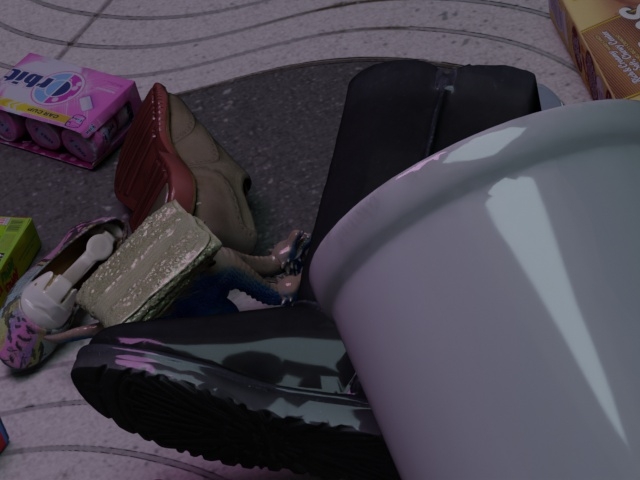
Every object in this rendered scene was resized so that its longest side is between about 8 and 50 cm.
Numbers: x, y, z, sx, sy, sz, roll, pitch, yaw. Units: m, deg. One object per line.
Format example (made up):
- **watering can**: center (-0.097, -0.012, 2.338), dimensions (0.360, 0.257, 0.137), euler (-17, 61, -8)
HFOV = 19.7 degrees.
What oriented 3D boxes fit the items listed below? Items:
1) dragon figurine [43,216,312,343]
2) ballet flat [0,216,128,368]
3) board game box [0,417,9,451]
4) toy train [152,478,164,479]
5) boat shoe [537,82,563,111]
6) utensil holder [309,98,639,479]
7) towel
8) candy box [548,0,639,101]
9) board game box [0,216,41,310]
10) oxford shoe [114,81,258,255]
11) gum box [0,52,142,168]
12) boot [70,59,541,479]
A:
- **dragon figurine**: center (-0.135, 0.071, 1.914), dimensions (0.289, 0.144, 0.085), euler (-35, 42, 6)
- **ballet flat**: center (-0.275, 0.045, 1.987), dimensions (0.079, 0.077, 0.221), euler (-38, 13, 46)
- **board game box**: center (-0.522, 0.243, 1.829), dimensions (0.302, 0.086, 0.308), euler (11, 46, 28)
- **toy train**: center (-0.144, 0.286, 1.701), dimensions (0.166, 0.046, 0.125), euler (10, 47, 31)
- **boat shoe**: center (0.129, -0.058, 1.971), dimensions (0.306, 0.105, 0.113), euler (-39, 74, -14)
- **utensil holder**: center (0.210, 0.137, 1.458), dimensions (0.327, 0.327, 0.385), euler (-20, 70, -7)
- **towel**: center (-0.174, 0.030, 1.848), dimensions (0.148, 0.027, 0.110), euler (-46, 41, -7)
- **candy box**: center (0.385, -0.230, 2.108), dimensions (0.182, 0.088, 0.316), euler (-15, 40, 0)
- **board game box**: center (-0.391, 0.047, 2.053), dimensions (0.092, 0.043, 0.181), euler (3, 42, 20)
- **oxford shoe**: center (-0.151, -0.069, 2.092), dimensions (0.130, 0.123, 0.348), euler (19, 25, -21)
- **gum box**: center (-0.313, -0.158, 2.254), dimensions (0.188, 0.062, 0.107), euler (17, 49, 32)
- **boot**: center (0.002, 0.001, 1.775), dimensions (0.367, 0.146, 0.445), euler (13, 58, 7)
